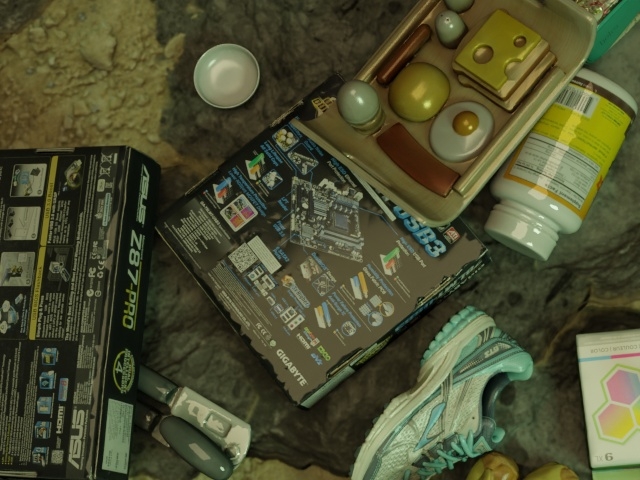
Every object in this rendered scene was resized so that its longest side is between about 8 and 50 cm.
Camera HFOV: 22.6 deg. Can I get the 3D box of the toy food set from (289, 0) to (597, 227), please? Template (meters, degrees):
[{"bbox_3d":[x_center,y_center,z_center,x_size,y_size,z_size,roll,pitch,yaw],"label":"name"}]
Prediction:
[{"bbox_3d":[0.139,-0.189,1.829,0.220,0.092,0.306,38,87,27],"label":"toy food set"}]

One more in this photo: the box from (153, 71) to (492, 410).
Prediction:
[{"bbox_3d":[0.000,0.000,1.916,0.293,0.073,0.295,-39,76,-1],"label":"box"}]

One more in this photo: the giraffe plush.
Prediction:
[{"bbox_3d":[0.189,0.320,1.773,0.210,0.170,0.181,-7,78,8],"label":"giraffe plush"}]

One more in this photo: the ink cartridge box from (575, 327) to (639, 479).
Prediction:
[{"bbox_3d":[0.355,0.207,1.825,0.109,0.062,0.209,-6,79,7],"label":"ink cartridge box"}]

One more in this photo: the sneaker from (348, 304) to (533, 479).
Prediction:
[{"bbox_3d":[0.137,0.215,1.826,0.122,0.110,0.283,32,86,22],"label":"sneaker"}]

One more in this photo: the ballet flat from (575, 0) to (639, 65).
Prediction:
[{"bbox_3d":[0.372,-0.309,1.916,0.241,0.091,0.077,-39,50,-4],"label":"ballet flat"}]

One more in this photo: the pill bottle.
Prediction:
[{"bbox_3d":[0.274,-0.089,1.866,0.117,0.117,0.215,27,85,13],"label":"pill bottle"}]

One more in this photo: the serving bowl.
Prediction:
[{"bbox_3d":[-0.114,-0.201,1.995,0.083,0.027,0.083,-2,79,9],"label":"serving bowl"}]

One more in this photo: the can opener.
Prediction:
[{"bbox_3d":[-0.206,0.188,1.908,0.280,0.093,0.074,30,86,18],"label":"can opener"}]

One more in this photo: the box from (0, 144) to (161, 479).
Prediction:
[{"bbox_3d":[-0.364,0.088,1.908,0.318,0.097,0.394,-1,77,21],"label":"box"}]
